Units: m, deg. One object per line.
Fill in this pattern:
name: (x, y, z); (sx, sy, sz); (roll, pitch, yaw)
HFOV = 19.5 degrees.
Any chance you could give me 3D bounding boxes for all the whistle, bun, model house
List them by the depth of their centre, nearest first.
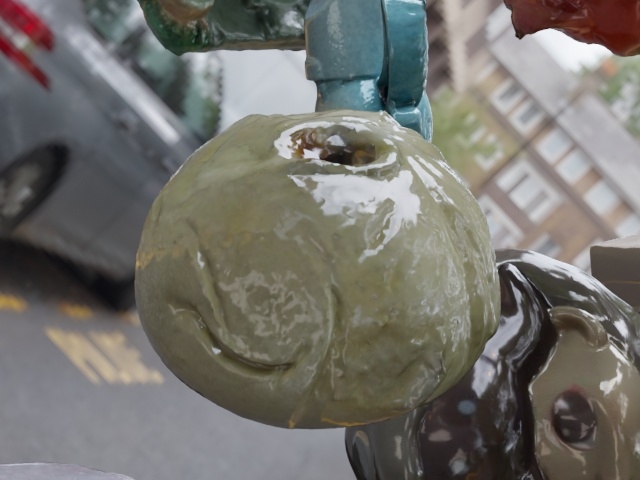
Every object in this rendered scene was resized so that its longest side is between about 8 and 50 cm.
bun: (0.000, 0.000, 0.864); (0.166, 0.173, 0.113); (-69, 163, -50)
whistle: (0.033, -0.105, 1.349); (0.186, 0.093, 0.273); (-146, -132, -77)
model house: (-0.027, -0.354, 1.935); (0.267, 0.325, 0.194); (-6, 67, -35)

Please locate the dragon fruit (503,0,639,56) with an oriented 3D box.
dragon fruit: (0.182, -0.251, 1.080); (0.305, 0.305, 0.225); (47, -34, 17)

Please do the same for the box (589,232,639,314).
box: (0.277, 0.027, 1.498); (0.122, 0.089, 0.062); (0, -80, 58)

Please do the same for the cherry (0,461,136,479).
cherry: (-0.265, 0.350, 1.794); (0.335, 0.326, 0.291); (-119, -175, -48)

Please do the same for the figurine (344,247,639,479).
figurine: (0.178, 0.102, 1.130); (0.203, 0.381, 0.248); (-73, 146, -53)
